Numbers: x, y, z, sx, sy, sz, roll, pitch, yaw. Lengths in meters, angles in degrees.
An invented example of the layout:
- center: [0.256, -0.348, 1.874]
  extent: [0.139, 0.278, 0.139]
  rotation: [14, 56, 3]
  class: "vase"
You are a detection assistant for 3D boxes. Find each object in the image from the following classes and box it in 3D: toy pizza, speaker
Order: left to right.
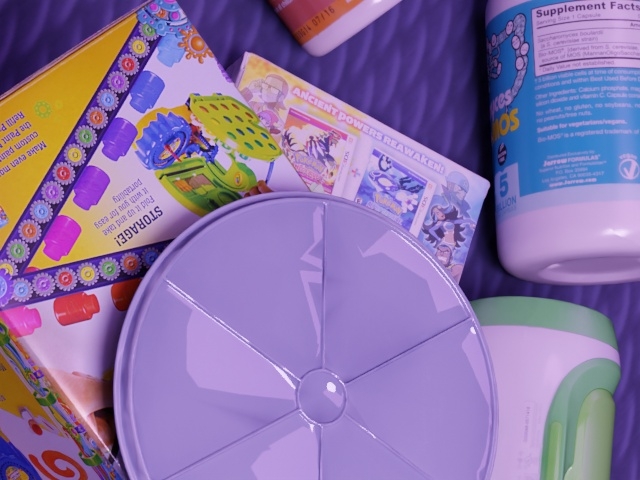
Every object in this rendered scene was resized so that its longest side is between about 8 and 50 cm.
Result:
- center: [-0.006, 0.076, 0.790]
  extent: [0.201, 0.032, 0.201]
  rotation: [7, 74, -26]
  class: "toy pizza"
- center: [0.129, 0.193, 1.111]
  extent: [0.131, 0.131, 0.296]
  rotation: [15, 71, -24]
  class: "speaker"

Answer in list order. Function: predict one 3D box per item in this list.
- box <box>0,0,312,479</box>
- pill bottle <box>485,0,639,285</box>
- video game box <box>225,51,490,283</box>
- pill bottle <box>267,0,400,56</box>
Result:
- center: [-0.120, 0.064, 0.919]
  extent: [0.177, 0.290, 0.279]
  rotation: [-39, 98, -30]
  class: "box"
- center: [0.194, -0.107, 1.204]
  extent: [0.146, 0.146, 0.264]
  rotation: [5, 75, -26]
  class: "pill bottle"
- center: [0.000, 0.000, 1.135]
  extent: [0.205, 0.048, 0.187]
  rotation: [27, 69, -20]
  class: "video game box"
- center: [-0.021, -0.243, 1.139]
  extent: [0.121, 0.121, 0.216]
  rotation: [-41, 98, -29]
  class: "pill bottle"
